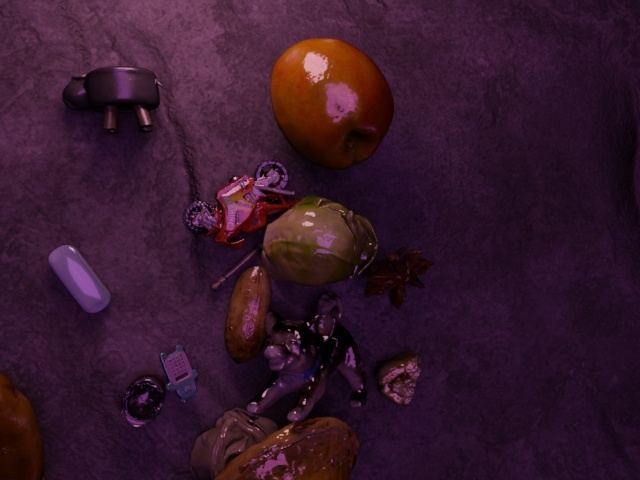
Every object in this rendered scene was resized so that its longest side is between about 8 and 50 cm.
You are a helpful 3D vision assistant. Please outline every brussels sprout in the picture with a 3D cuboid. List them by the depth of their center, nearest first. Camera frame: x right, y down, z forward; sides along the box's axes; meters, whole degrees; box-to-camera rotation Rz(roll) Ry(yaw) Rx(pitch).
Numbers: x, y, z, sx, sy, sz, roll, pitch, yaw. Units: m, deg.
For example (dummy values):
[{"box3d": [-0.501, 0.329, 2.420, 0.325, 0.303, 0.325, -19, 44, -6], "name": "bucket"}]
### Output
[{"box3d": [0.000, 0.002, 1.215, 0.295, 0.259, 0.226, -4, 83, 3], "name": "brussels sprout"}]

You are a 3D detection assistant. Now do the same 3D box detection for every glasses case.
[{"box3d": [-0.574, 0.093, 1.156, 0.067, 0.045, 0.178, -35, 101, -12], "name": "glasses case"}]

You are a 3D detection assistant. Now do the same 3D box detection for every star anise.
[{"box3d": [0.212, 0.095, 1.355, 0.213, 0.111, 0.195, 7, 111, -46], "name": "star anise"}]

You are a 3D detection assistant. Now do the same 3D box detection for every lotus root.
[{"box3d": [-0.186, 0.192, 1.250, 0.110, 0.097, 0.258, 9, 85, -14], "name": "lotus root"}]

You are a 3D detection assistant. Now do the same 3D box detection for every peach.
[{"box3d": [0.018, -0.343, 1.196, 0.308, 0.307, 0.332, -31, 69, -13], "name": "peach"}]

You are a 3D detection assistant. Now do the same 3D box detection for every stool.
[{"box3d": [-0.475, -0.324, 1.135, 0.228, 0.153, 0.139, -2, 97, 26], "name": "stool"}]

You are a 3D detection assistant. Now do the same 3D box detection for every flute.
[{"box3d": [-0.196, 0.050, 1.276, 0.233, 0.027, 0.027, -42, 102, -12], "name": "flute"}]

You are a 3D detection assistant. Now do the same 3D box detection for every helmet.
[{"box3d": [-0.432, 0.386, 1.194, 0.098, 0.070, 0.123, 24, 94, -9], "name": "helmet"}]

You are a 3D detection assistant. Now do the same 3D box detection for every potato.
[{"box3d": [-0.725, 0.438, 1.067, 0.196, 0.177, 0.368, -23, 106, -26], "name": "potato"}]

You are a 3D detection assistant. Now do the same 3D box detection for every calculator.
[{"box3d": [-0.354, 0.338, 1.222, 0.094, 0.019, 0.141, -23, 93, -47], "name": "calculator"}]

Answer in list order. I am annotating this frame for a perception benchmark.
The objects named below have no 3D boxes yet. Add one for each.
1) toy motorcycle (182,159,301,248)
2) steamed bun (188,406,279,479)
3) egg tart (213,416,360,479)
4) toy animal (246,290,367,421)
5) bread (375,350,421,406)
[{"box3d": [-0.196, -0.083, 1.240, 0.298, 0.089, 0.171, -33, 101, -14], "name": "toy motorcycle"}, {"box3d": [-0.206, 0.547, 1.226, 0.218, 0.144, 0.211, 28, 83, -16], "name": "steamed bun"}, {"box3d": [-0.074, 0.602, 1.124, 0.444, 0.178, 0.442, -21, 136, -22], "name": "egg tart"}, {"box3d": [-0.032, 0.266, 1.202, 0.344, 0.195, 0.302, 22, 66, -58], "name": "toy animal"}, {"box3d": [0.212, 0.380, 1.374, 0.111, 0.103, 0.156, 18, 81, -5], "name": "bread"}]
